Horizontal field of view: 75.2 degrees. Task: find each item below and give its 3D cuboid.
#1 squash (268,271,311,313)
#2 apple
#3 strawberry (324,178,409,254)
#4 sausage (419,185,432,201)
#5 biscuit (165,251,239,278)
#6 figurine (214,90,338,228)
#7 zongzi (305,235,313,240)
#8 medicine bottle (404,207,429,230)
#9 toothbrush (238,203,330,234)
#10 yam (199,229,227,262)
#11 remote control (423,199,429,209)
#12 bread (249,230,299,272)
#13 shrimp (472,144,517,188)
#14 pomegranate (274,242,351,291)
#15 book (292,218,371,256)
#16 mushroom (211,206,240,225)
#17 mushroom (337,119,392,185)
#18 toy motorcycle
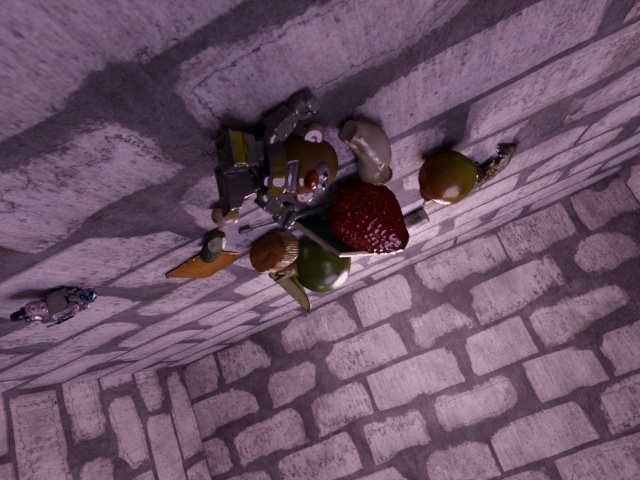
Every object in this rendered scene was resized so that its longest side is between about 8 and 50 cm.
[{"bbox_3d":[-0.133,0.235,2.006,0.169,0.252,0.093,-3,153,-48],"label":"squash"},{"bbox_3d":[0.448,-0.225,1.459,0.195,0.196,0.196,-20,163,-7],"label":"apple"},{"bbox_3d":[0.176,-0.072,1.407,0.250,0.288,0.239,-37,159,-18],"label":"strawberry"},{"bbox_3d":[0.507,-0.206,1.718,0.113,0.114,0.259,-35,159,35],"label":"sausage"},{"bbox_3d":[-0.442,0.095,1.606,0.232,0.013,0.236,-30,162,22],"label":"biscuit"},{"bbox_3d":[-0.091,-0.172,0.966,0.284,0.167,0.342,-9,155,-29],"label":"figurine"},{"bbox_3d":[0.000,0.000,1.697,0.103,0.114,0.052,-23,157,0],"label":"zongzi"},{"bbox_3d":[0.460,-0.095,2.048,0.140,0.079,0.079,-29,162,20],"label":"medicine bottle"},{"bbox_3d":[-0.123,-0.077,1.465,0.341,0.025,0.030,-16,160,-18],"label":"toothbrush"},{"bbox_3d":[-0.360,0.023,1.393,0.069,0.070,0.146,-11,161,-34],"label":"yam"},{"bbox_3d":[0.513,-0.182,1.931,0.074,0.032,0.122,-24,162,4],"label":"remote control"},{"bbox_3d":[-0.182,0.046,1.582,0.190,0.132,0.114,-36,157,31],"label":"bread"},{"bbox_3d":[0.691,-0.308,1.713,0.360,0.085,0.247,-6,148,-51],"label":"shrimp"},{"bbox_3d":[-0.029,0.129,1.822,0.358,0.216,0.309,-14,176,-19],"label":"pomegranate"},{"bbox_3d":[0.095,-0.017,1.582,0.379,0.264,0.031,-1,119,-49],"label":"book"},{"bbox_3d":[-0.274,-0.075,1.204,0.083,0.068,0.083,12,-168,-3],"label":"mushroom"},{"bbox_3d":[0.142,-0.243,1.183,0.122,0.095,0.351,-8,165,15],"label":"mushroom"},{"bbox_3d":[-0.803,0.194,1.304,0.203,0.108,0.239,-23,-171,18],"label":"toy motorcycle"}]
